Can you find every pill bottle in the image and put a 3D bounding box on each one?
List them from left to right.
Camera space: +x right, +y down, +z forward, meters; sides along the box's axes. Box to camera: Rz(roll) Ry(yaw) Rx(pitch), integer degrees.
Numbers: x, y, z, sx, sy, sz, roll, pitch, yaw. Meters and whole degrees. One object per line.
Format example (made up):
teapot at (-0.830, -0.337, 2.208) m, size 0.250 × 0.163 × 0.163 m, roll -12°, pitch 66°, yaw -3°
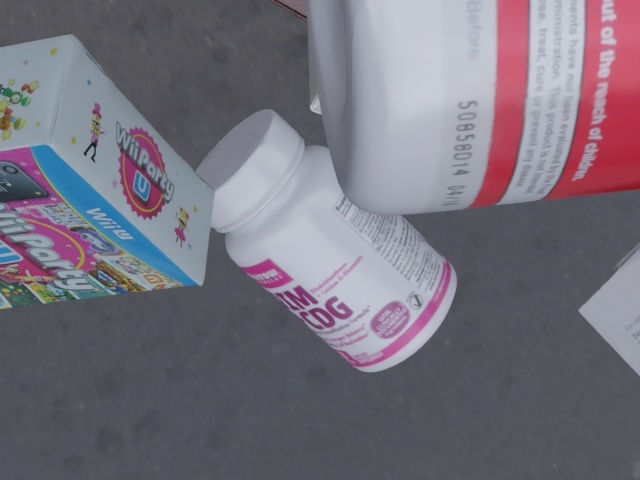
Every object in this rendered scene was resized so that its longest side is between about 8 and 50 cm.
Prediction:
pill bottle at (0.000, 0.000, 1.351) m, size 0.160 × 0.160 × 0.283 m, roll -45°, pitch 111°, yaw 7°
pill bottle at (0.201, -0.144, 0.590) m, size 0.408 × 0.229 × 0.229 m, roll -6°, pitch 114°, yaw -4°

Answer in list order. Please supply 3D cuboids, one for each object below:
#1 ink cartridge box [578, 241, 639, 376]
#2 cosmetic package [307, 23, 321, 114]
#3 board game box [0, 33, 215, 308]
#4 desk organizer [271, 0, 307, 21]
ink cartridge box at (0.365, 0.056, 0.853) m, size 0.198 × 0.270 × 0.197 m, roll -29°, pitch 161°, yaw -40°
cosmetic package at (0.072, -0.300, 1.872) m, size 0.160 × 0.309 × 0.113 m, roll 20°, pitch 129°, yaw -21°
board game box at (-0.270, -0.037, 0.983) m, size 0.303 × 0.097 × 0.224 m, roll -8°, pitch 149°, yaw 22°
desk organizer at (-0.017, -0.180, 0.790) m, size 0.130 × 0.047 × 0.050 m, roll 25°, pitch 123°, yaw -25°
